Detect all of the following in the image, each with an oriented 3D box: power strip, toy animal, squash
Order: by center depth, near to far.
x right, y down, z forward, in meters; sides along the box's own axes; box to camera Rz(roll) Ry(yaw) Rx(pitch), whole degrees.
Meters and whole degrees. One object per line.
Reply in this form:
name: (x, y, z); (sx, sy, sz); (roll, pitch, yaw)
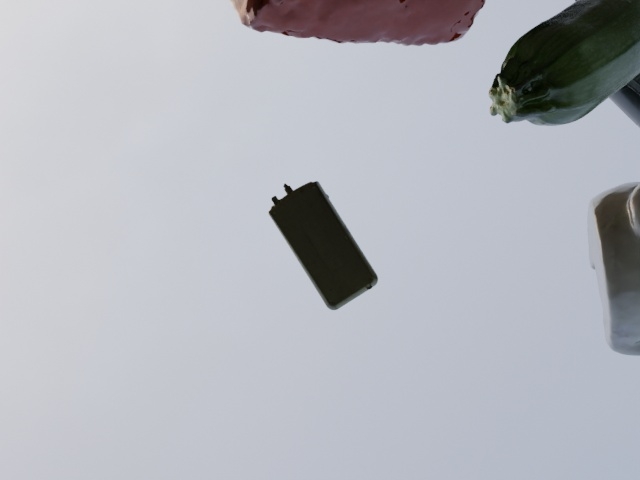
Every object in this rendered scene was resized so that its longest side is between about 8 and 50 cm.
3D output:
squash: (0.194, -0.137, 0.730); (0.077, 0.068, 0.219); (15, -141, 43)
toy animal: (0.502, 0.011, 1.242); (0.367, 0.241, 0.196); (0, -120, 1)
power strip: (0.000, 0.000, 1.306); (0.076, 0.028, 0.169); (-32, -94, 4)

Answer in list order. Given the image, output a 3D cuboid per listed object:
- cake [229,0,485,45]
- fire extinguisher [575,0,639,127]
cake: (0.038, -0.359, 0.969); (0.270, 0.269, 0.319); (3, -131, -23)
fire extinguisher: (0.412, -0.196, 1.314); (0.093, 0.294, 0.118); (-31, -141, 34)
